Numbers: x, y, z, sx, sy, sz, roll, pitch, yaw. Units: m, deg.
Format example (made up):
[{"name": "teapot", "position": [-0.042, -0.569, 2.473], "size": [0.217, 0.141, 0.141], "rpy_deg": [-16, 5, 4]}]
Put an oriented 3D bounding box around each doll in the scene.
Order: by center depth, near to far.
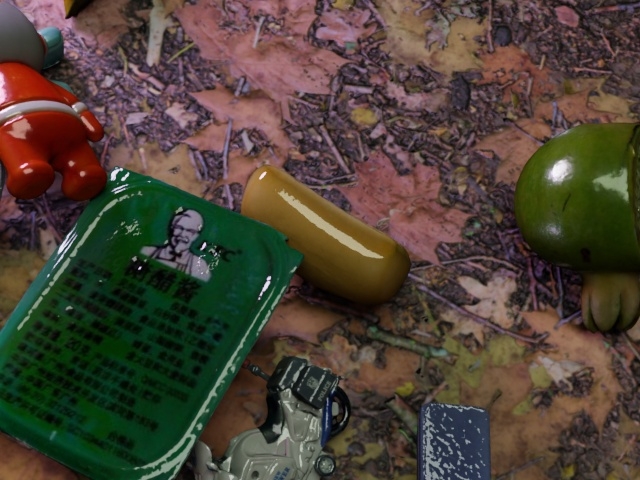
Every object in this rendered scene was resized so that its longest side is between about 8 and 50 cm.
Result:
[{"name": "doll", "position": [-0.367, -0.184, 1.265], "size": [0.200, 0.105, 0.336], "rpy_deg": [-3, 54, -52]}, {"name": "doll", "position": [-0.390, -0.191, 1.375], "size": [0.159, 0.059, 0.159], "rpy_deg": [-5, 67, -10]}]

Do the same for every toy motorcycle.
[{"name": "toy motorcycle", "position": [-0.059, 0.221, 1.195], "size": [0.150, 0.102, 0.221], "rpy_deg": [35, 68, -12]}]

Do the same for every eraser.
[{"name": "eraser", "position": [0.148, 0.293, 1.208], "size": [0.082, 0.036, 0.225], "rpy_deg": [4, 65, -3]}]

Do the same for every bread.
[{"name": "bread", "position": [0.000, 0.000, 1.280], "size": [0.217, 0.147, 0.098], "rpy_deg": [31, 85, 12]}]

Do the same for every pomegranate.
[{"name": "pomegranate", "position": [0.325, -0.024, 1.323], "size": [0.159, 0.240, 0.190], "rpy_deg": [-6, 35, 29]}]

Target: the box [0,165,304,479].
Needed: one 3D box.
[{"name": "box", "position": [-0.198, 0.109, 1.215], "size": [0.264, 0.106, 0.336], "rpy_deg": [23, 64, 16]}]

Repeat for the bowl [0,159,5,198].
[{"name": "bowl", "position": [-0.463, -0.045, 1.269], "size": [0.212, 0.112, 0.211], "rpy_deg": [2, 64, -4]}]

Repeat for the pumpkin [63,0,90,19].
[{"name": "pumpkin", "position": [-0.295, -0.436, 1.462], "size": [0.149, 0.130, 0.253], "rpy_deg": [-7, 64, -8]}]
